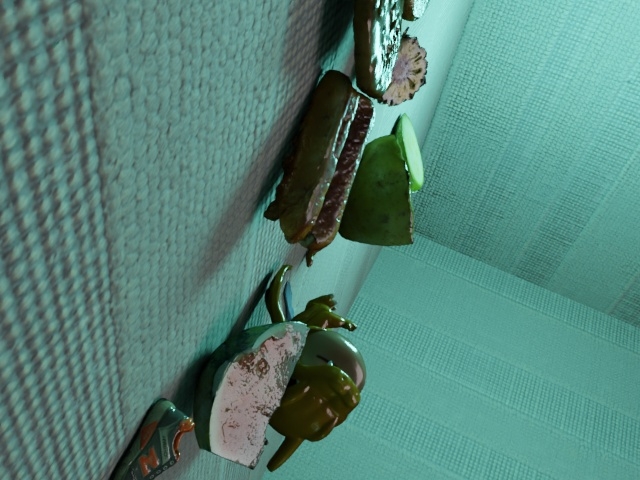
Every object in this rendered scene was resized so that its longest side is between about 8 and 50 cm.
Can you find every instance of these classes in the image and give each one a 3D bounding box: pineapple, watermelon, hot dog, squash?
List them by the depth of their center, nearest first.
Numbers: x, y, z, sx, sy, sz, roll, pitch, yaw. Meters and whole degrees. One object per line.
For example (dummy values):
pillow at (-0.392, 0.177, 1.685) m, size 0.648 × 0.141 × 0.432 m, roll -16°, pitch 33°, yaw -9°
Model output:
hot dog at (-0.001, -0.153, 1.265) m, size 0.158 × 0.117 × 0.349 m, roll 34°, pitch 71°, yaw -53°
watermelon at (-0.145, 0.277, 1.309) m, size 0.305 × 0.180 × 0.224 m, roll -65°, pitch -174°, yaw -19°
pineapple at (0.149, -0.405, 1.543) m, size 0.161 × 0.137 × 0.176 m, roll 27°, pitch 93°, yaw -37°
squash at (0.352, -0.336, 2.555) m, size 0.189 × 0.189 × 0.261 m, roll -54°, pitch 168°, yaw -52°

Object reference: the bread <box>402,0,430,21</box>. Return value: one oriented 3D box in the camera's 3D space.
bread at (0.234, -0.626, 1.611) m, size 0.193 × 0.063 × 0.193 m, roll 21°, pitch 90°, yaw -75°

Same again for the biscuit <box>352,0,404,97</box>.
biscuit at (0.116, -0.438, 1.220) m, size 0.359 × 0.046 × 0.359 m, roll 7°, pitch 90°, yaw -78°

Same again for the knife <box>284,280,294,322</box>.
knife at (-0.087, 0.180, 1.891) m, size 0.313 × 0.019 × 0.045 m, roll 90°, pitch 18°, yaw -66°

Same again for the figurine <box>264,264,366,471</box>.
figurine at (-0.050, 0.310, 1.527) m, size 0.387 × 0.268 × 0.401 m, roll -85°, pitch -164°, yaw -65°

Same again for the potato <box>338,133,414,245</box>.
potato at (0.141, -0.152, 1.913) m, size 0.330 × 0.212 × 0.280 m, roll -98°, pitch 180°, yaw -67°

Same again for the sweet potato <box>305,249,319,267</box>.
sweet potato at (0.001, 0.002, 1.878) m, size 0.179 × 0.044 × 0.044 m, roll -55°, pitch 167°, yaw -22°

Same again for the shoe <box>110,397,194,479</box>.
shoe at (-0.277, 0.361, 1.085) m, size 0.074 × 0.077 × 0.194 m, roll 89°, pitch 25°, yaw -69°
